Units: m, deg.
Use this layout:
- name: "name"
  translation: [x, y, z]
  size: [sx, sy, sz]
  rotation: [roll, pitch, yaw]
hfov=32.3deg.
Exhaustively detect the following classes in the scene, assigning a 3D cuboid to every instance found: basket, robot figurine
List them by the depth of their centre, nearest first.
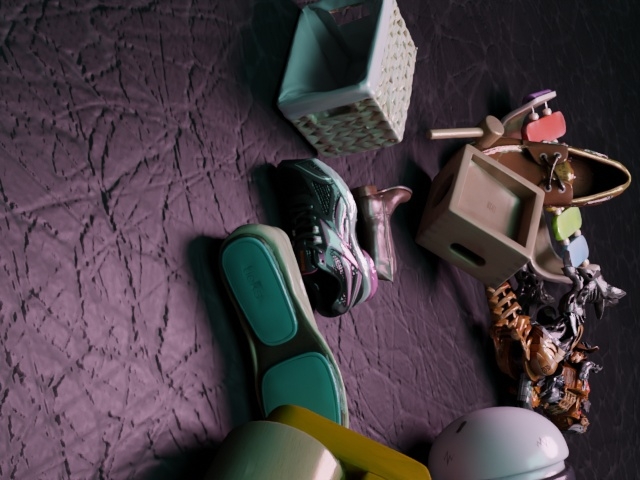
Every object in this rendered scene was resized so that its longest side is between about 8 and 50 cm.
- name: "basket"
  translation: [0.034, -0.184, 1.223]
  size: [0.103, 0.113, 0.167]
  rotation: [54, 37, -41]
- name: "robot figurine"
  translation: [0.218, 0.333, 1.281]
  size: [0.209, 0.173, 0.278]
  rotation: [19, 61, -82]

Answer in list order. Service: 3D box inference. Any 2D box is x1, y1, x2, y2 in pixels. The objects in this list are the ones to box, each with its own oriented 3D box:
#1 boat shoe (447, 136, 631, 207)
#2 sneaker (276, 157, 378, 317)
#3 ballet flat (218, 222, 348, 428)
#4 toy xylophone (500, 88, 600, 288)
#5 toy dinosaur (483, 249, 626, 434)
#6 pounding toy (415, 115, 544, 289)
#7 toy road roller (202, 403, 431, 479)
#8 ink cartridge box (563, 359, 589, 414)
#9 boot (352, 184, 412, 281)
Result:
- name: "boat shoe"
  translation: [0.319, -0.100, 1.586]
  size: [0.307, 0.104, 0.111]
  rotation: [-4, 90, -37]
- name: "sneaker"
  translation: [0.000, 0.000, 1.139]
  size: [0.077, 0.072, 0.178]
  rotation: [-41, 109, -45]
- name: "ballet flat"
  translation: [-0.028, 0.101, 1.049]
  size: [0.086, 0.086, 0.248]
  rotation: [-21, 97, -60]
- name: "toy xylophone"
  translation: [0.372, -0.088, 1.786]
  size: [0.236, 0.081, 0.323]
  rotation: [-39, 113, -58]
- name: "toy dinosaur"
  translation: [0.317, 0.138, 1.554]
  size: [0.218, 0.164, 0.322]
  rotation: [-60, 149, -31]
- name: "pounding toy"
  translation: [0.193, -0.069, 1.453]
  size: [0.181, 0.094, 0.206]
  rotation: [30, 48, -11]
- name: "toy road roller"
  translation: [0.023, 0.325, 0.951]
  size: [0.329, 0.240, 0.202]
  rotation: [27, 41, 2]
- name: "ink cartridge box"
  translation: [0.409, 0.236, 1.776]
  size: [0.063, 0.029, 0.115]
  rotation: [-28, 103, -59]
- name: "boot"
  translation: [0.081, -0.006, 1.304]
  size: [0.106, 0.037, 0.114]
  rotation: [-3, 78, -46]
